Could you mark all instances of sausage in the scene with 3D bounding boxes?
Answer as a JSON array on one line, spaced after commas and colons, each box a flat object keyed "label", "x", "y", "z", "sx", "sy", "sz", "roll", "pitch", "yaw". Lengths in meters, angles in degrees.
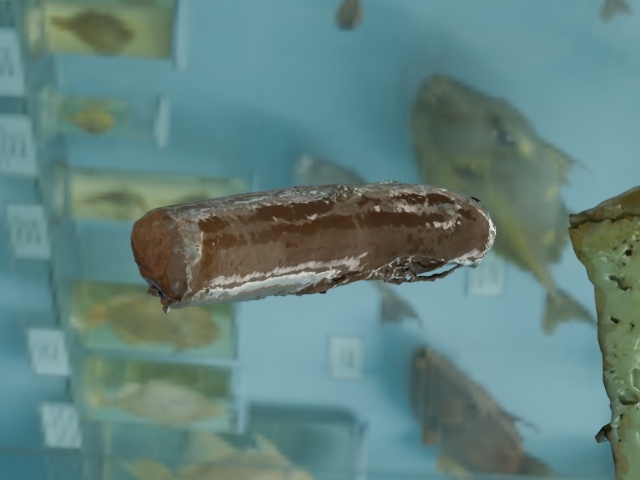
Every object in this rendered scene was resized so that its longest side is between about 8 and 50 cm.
[{"label": "sausage", "x": -0.002, "y": -0.001, "z": 1.101, "sx": 0.327, "sy": 0.087, "sz": 0.079, "roll": -6, "pitch": 113, "yaw": -44}]

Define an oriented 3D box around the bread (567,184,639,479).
[{"label": "bread", "x": 0.285, "y": 0.000, "z": 0.875, "sx": 0.315, "sy": 0.279, "sz": 0.248, "roll": -66, "pitch": 145, "yaw": -66}]
